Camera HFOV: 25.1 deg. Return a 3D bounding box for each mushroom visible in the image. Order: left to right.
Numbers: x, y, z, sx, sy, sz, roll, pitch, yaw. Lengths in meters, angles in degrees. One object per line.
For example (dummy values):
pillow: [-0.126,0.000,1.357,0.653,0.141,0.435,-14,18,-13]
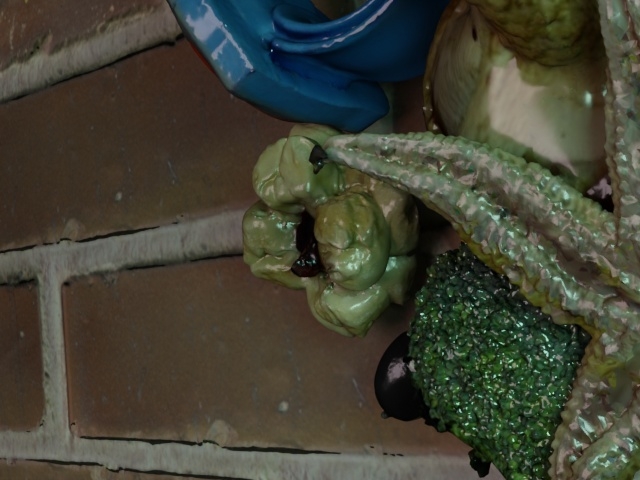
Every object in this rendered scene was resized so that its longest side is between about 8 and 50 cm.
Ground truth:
mushroom: [0.174,-0.119,1.008,0.267,0.254,0.267,23,120,48]

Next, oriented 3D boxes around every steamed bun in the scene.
steamed bun: [0.000,0.000,1.313,0.177,0.106,0.192,47,146,37]

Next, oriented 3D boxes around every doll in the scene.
doll: [0.106,0.082,1.229,0.179,0.089,0.102,-54,47,8]

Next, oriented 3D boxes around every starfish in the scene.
starfish: [0.179,0.020,0.886,0.384,0.132,0.398,52,140,9]

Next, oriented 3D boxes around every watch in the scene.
watch: [0.009,-0.275,1.249,0.274,0.241,0.305,-38,64,27]

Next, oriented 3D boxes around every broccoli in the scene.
broccoli: [0.162,0.084,1.082,0.176,0.198,0.226,49,171,-12]
